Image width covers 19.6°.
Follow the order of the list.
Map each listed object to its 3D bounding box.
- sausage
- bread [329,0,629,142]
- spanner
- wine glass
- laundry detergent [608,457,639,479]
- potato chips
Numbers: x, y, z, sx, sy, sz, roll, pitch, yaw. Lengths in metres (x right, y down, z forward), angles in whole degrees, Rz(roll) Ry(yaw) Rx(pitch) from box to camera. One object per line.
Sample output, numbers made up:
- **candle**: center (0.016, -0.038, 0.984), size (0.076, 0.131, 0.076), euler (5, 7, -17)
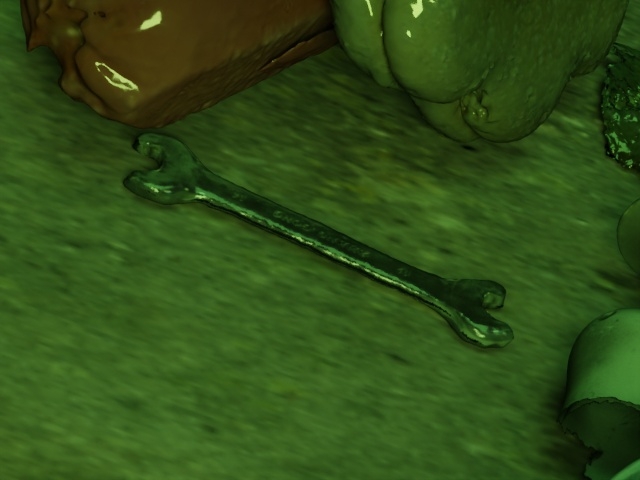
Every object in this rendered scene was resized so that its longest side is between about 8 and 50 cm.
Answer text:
- **sausage**: center (-0.062, -0.166, 1.142), size (0.152, 0.152, 0.279), euler (42, 46, 20)
- **bread**: center (0.126, -0.169, 1.200), size (0.102, 0.183, 0.337), euler (5, 33, 34)
- **spanner**: center (0.000, 0.000, 1.098), size (0.254, 0.015, 0.054), euler (24, 40, 2)
- **wine glass**: center (0.190, 0.056, 1.073), size (0.079, 0.079, 0.195), euler (26, 41, 4)
- **laundry detergent**: center (0.163, 0.270, 0.692), size (0.287, 0.287, 0.305), euler (32, 43, 11)
- **potato chips**: center (0.259, -0.062, 1.265), size (0.142, 0.026, 0.209), euler (-2, 48, -22)
